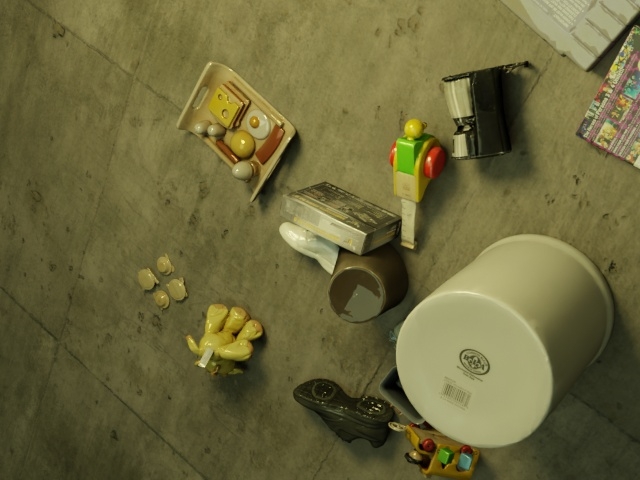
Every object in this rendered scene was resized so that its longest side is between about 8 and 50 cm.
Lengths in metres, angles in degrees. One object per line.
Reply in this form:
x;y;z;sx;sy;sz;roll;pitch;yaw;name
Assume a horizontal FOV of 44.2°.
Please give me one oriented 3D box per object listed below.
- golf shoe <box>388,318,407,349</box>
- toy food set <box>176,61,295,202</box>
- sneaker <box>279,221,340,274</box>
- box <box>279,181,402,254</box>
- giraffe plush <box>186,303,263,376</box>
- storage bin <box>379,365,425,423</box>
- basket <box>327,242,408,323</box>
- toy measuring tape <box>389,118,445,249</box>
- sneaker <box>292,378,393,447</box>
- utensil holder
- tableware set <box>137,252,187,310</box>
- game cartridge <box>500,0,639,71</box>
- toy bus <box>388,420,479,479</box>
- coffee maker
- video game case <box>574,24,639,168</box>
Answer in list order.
0.241;0.262;1.861;0.176;0.069;0.086;49;118;11;golf shoe
-0.221;-0.274;1.993;0.306;0.092;0.220;44;123;15;toy food set
0.000;0.000;1.945;0.212;0.080;0.094;34;113;11;sneaker
0.050;-0.055;1.822;0.231;0.183;0.056;26;117;24;box
-0.266;0.302;2.163;0.181;0.210;0.171;35;149;17;giraffe plush
0.217;0.367;1.881;0.135;0.091;0.098;40;102;19;storage bin
0.099;0.094;1.779;0.154;0.227;0.204;-34;91;17;basket
0.218;-0.133;1.760;0.121;0.121;0.330;19;136;28;toy measuring tape
0.049;0.450;2.022;0.286;0.109;0.130;17;119;31;sneaker
0.369;0.185;1.556;0.327;0.385;0.328;9;108;31;utensil holder
-0.464;0.127;2.316;0.168;0.020;0.141;-31;88;35;tableware set
0.453;-0.518;1.498;0.355;0.068;0.230;47;128;13;game cartridge
0.262;0.496;1.827;0.202;0.191;0.105;20;98;27;toy bus
0.341;-0.260;1.607;0.171;0.120;0.178;-5;102;34;coffee maker
0.625;-0.252;1.469;0.210;0.041;0.232;33;119;22;video game case
